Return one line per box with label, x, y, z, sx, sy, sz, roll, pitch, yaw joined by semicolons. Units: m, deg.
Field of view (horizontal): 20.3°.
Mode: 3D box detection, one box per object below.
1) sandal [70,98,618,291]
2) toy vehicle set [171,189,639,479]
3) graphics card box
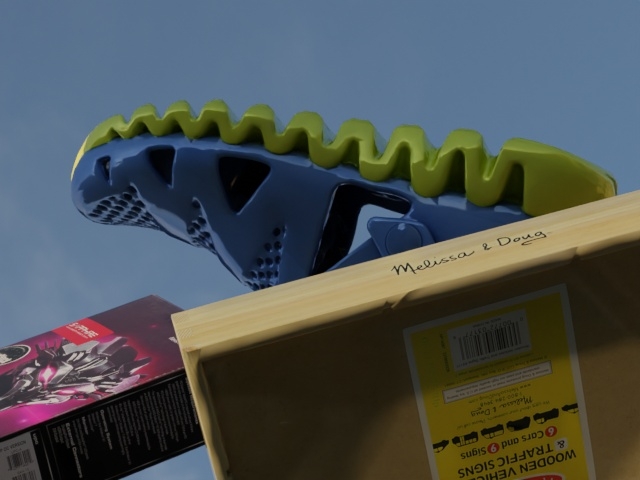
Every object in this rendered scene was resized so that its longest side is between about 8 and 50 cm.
sandal;0.000;0.000;1.004;0.317;0.138;0.126;9;-5;21
toy vehicle set;0.081;0.077;0.813;0.266;0.035;0.166;-14;-62;-6
graphics card box;-0.266;0.169;1.730;0.370;0.233;0.094;-20;-69;-24
